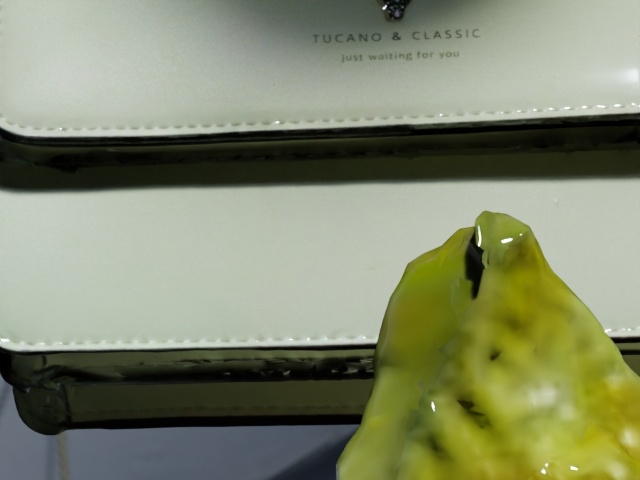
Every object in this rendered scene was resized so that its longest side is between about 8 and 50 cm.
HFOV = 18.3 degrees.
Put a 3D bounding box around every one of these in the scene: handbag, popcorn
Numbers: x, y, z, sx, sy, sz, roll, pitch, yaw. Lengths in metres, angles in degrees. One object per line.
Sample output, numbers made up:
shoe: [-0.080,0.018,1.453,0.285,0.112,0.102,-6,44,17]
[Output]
handbag: [0.031,-0.045,0.905,0.358,0.237,0.160,-1,157,-1]
popcorn: [0.050,0.197,0.722,0.325,0.321,0.290,-3,145,-52]
